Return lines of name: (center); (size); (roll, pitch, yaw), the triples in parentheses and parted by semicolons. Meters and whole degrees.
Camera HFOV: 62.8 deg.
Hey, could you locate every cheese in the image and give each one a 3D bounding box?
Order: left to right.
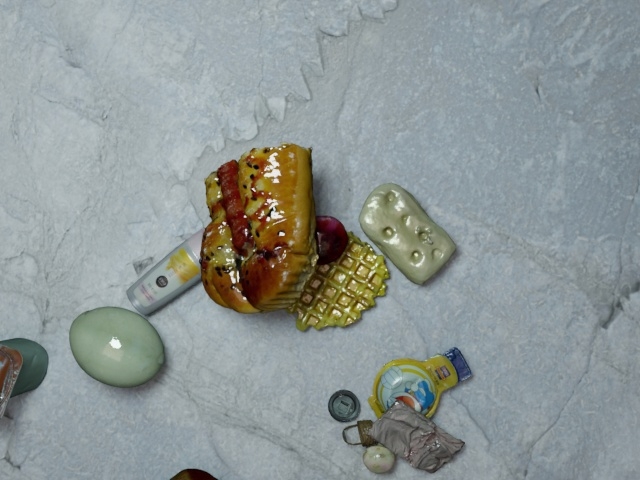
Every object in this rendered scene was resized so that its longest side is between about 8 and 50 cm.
cheese: (0.215, -0.023, 1.332); (0.159, 0.093, 0.263); (-45, 89, -4)
cheese: (0.250, 0.369, 1.343); (0.271, 0.069, 0.176); (-30, 89, 2)

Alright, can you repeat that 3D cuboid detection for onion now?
onion: (0.000, 0.000, 1.273); (0.131, 0.131, 0.131); (0, 90, 3)

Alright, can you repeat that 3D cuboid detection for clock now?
clock: (0.061, 0.435, 1.380); (0.085, 0.017, 0.085); (0, 90, 4)

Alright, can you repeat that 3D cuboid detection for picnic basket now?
picnic basket: (0.098, 0.500, 1.351); (0.084, 0.072, 0.071); (-8, 89, -7)

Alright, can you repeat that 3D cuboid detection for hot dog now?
hot dog: (-0.155, -0.013, 1.220); (0.196, 0.367, 0.365); (1, 79, -39)

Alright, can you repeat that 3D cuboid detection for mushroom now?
mushroom: (0.151, 0.559, 1.350); (0.084, 0.067, 0.083); (6, 126, 9)

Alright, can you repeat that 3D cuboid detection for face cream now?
face cream: (-0.378, 0.083, 1.380); (0.269, 0.073, 0.107); (-37, 96, 1)

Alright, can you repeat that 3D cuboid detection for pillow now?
pillow: (0.240, 0.502, 1.315); (0.248, 0.049, 0.135); (38, 108, -17)

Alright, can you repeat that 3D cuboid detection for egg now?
egg: (-0.516, 0.267, 1.329); (0.253, 0.186, 0.186); (26, 91, 3)

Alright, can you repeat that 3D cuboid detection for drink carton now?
drink carton: (-0.819, 0.327, 1.344); (0.191, 0.189, 0.185); (18, 91, 4)

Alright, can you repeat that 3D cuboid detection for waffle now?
waffle: (0.011, 0.076, 1.365); (0.308, 0.060, 0.311); (-26, 90, 2)

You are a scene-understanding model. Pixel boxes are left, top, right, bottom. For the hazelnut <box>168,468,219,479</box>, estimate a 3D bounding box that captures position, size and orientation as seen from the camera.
hazelnut: (-0.340, 0.702, 1.322); (0.230, 0.229, 0.229); (0, 90, 3)
